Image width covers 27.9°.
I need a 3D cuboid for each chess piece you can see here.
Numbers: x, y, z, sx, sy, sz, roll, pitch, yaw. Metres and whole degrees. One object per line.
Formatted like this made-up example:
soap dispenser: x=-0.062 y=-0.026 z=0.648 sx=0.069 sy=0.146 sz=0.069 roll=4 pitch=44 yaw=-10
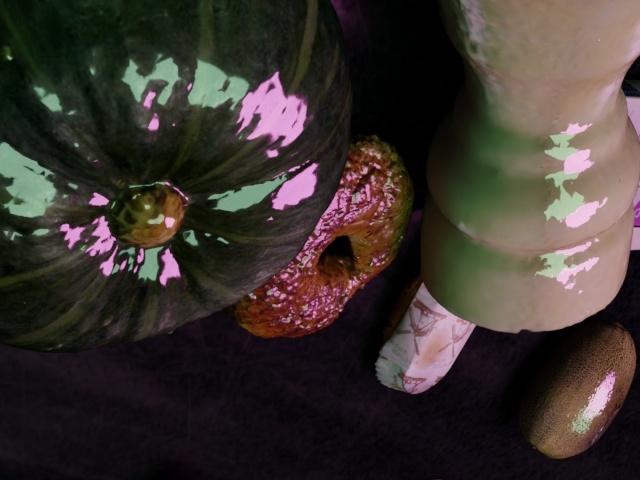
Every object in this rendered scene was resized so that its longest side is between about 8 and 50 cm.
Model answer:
chess piece: x=0.162 y=-0.137 z=0.938 sx=0.234 sy=0.234 sz=0.442 roll=-25 pitch=139 yaw=-23

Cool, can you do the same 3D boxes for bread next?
bread: x=0.000 y=0.000 z=1.025 sx=0.193 sy=0.064 sz=0.193 roll=-26 pitch=139 yaw=-25

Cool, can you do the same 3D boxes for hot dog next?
hot dog: x=0.110 y=0.062 z=1.179 sx=0.099 sy=0.053 sz=0.192 roll=3 pitch=123 yaw=-40

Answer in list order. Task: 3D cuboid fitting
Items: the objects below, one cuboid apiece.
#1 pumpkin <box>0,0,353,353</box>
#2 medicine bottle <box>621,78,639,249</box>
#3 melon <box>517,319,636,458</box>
pumpkin: x=-0.130 y=-0.072 z=0.750 sx=0.300 sy=0.207 sz=0.300 roll=-20 pitch=145 yaw=-15
medicine bottle: x=0.276 y=-0.070 z=1.211 sx=0.201 sy=0.052 sz=0.171 roll=-1 pitch=124 yaw=-38
melon: x=0.273 y=0.156 z=1.362 sx=0.099 sy=0.099 sz=0.162 roll=25 pitch=101 yaw=-48
